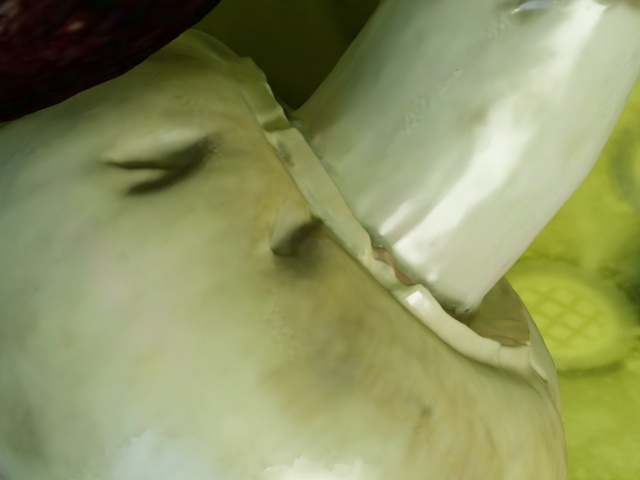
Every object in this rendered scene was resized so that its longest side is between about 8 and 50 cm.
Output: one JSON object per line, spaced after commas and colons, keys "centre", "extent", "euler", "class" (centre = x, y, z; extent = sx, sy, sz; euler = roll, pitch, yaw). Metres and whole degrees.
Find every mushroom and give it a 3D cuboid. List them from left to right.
{"centre": [-0.019, 0.023, 0.774], "extent": [0.353, 0.353, 0.325], "euler": [26, 162, -9], "class": "mushroom"}

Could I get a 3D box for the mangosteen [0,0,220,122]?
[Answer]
{"centre": [-0.149, -0.240, 0.446], "extent": [0.381, 0.381, 0.421], "euler": [23, 129, -5], "class": "mangosteen"}
